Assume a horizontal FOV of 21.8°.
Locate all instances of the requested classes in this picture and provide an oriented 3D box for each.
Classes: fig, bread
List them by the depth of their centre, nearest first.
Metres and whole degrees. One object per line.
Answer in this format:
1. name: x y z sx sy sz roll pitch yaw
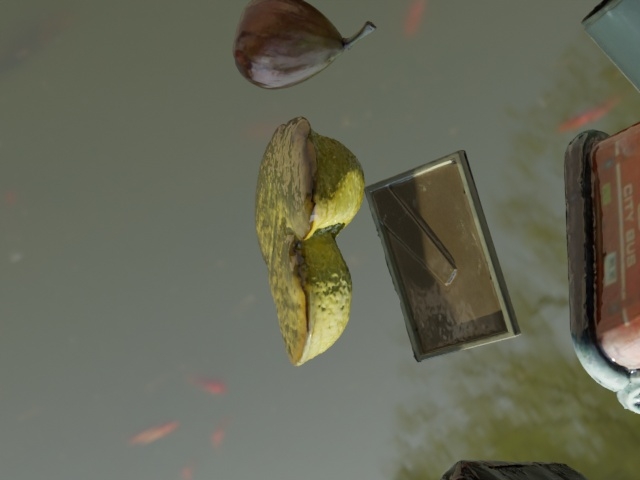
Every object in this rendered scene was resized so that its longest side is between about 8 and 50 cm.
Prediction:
1. bread: 0.000 0.000 1.106 0.065 0.149 0.188 -2 158 -13
2. fig: -0.013 -0.177 1.501 0.125 0.089 0.089 6 160 16

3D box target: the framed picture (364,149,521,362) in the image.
1. framed picture: 0.093 0.014 1.297 0.011 0.149 0.109 -14 176 -45

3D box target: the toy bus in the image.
1. toy bus: 0.227 0.035 0.724 0.265 0.121 0.120 27 140 -32

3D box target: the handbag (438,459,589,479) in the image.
1. handbag: 0.157 0.284 1.439 0.169 0.155 0.215 -54 149 16

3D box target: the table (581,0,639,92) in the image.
1. table: 0.269 -0.085 0.964 0.126 0.220 0.126 -41 180 0
